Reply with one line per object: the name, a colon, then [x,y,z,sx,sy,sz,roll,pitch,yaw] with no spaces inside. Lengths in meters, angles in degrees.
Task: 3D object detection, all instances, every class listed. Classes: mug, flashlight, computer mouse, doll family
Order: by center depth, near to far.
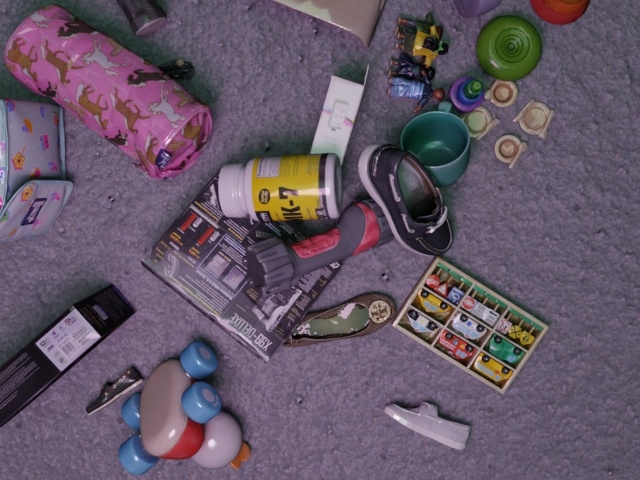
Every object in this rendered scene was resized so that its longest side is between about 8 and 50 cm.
flashlight: [0.000,0.000,1.362,0.304,0.103,0.103,-18,136,-33]
mug: [0.230,-0.175,1.413,0.158,0.097,0.129,-40,62,-12]
doll family: [0.193,-0.342,1.421,0.112,0.076,0.192,10,100,-5]
computer mouse: [-0.277,-0.255,1.448,0.106,0.042,0.192,-19,89,-2]

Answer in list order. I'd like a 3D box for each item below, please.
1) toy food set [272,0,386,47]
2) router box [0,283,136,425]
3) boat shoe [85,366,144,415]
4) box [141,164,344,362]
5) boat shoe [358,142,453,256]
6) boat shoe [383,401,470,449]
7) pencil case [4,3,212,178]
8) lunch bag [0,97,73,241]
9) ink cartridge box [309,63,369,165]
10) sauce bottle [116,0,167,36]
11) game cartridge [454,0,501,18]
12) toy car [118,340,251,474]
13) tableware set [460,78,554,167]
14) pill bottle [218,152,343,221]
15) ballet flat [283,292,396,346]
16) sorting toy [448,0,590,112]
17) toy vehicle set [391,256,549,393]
toy food set: [-0.013,-0.521,1.405,0.306,0.092,0.219,21,84,-3]
router box: [-0.513,0.224,1.394,0.309,0.243,0.081,-41,94,3]
boat shoe: [-0.423,0.306,1.499,0.133,0.049,0.042,-36,89,1]
box: [-0.147,0.047,1.417,0.307,0.076,0.242,39,74,-3]
boat shoe: [0.179,-0.060,1.363,0.302,0.091,0.114,42,72,-41]
boat shoe: [0.218,0.361,1.491,0.184,0.066,0.063,24,85,-1]
pencil case: [-0.390,-0.273,1.363,0.386,0.160,0.167,36,62,7]
lunch bag: [-0.575,-0.126,1.369,0.160,0.223,0.262,-1,96,8]
ink cartridge box: [0.034,-0.242,1.407,0.067,0.115,0.198,17,94,-2]
sauce bottle: [-0.404,-0.550,1.386,0.111,0.111,0.344,-28,96,3]
game cartridge: [0.255,-0.493,1.292,0.060,0.294,0.196,-20,96,6]
toy car: [-0.235,0.363,1.460,0.219,0.210,0.238,-41,123,17]
tableware set: [0.365,-0.236,1.452,0.169,0.020,0.141,37,95,-3]
pill bottle: [-0.070,-0.094,1.334,0.209,0.119,0.119,-2,96,11]
ballet flat: [0.029,0.164,1.474,0.250,0.058,0.084,-12,94,2]
sorting toy: [0.383,-0.388,1.372,0.127,0.126,0.365,43,88,-3]
toy vehicle set: [0.298,0.168,1.483,0.267,0.035,0.166,32,95,-3]
